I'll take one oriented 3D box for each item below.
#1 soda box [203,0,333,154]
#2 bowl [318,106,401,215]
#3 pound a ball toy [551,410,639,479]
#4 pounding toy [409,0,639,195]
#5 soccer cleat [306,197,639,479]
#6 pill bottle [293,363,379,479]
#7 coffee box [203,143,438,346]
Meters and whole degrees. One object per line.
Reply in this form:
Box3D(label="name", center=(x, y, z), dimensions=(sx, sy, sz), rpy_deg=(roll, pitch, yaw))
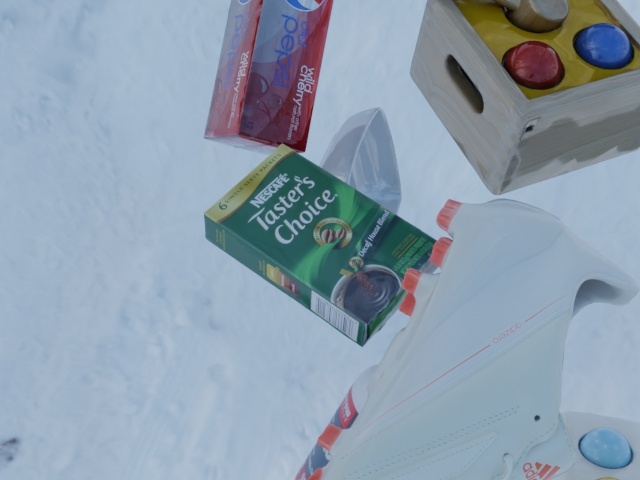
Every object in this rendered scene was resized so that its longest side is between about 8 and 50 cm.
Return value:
Box3D(label="soda box", center=(-0.046, -0.226, 1.173), dimensions=(0.083, 0.092, 0.263), rpy_deg=(12, 86, -29))
Box3D(label="bowl", center=(0.037, -0.055, 1.171), dimensions=(0.053, 0.142, 0.142), rpy_deg=(4, 44, 21))
Box3D(label="pound a ball toy", center=(0.240, 0.303, 1.104), dimensions=(0.208, 0.319, 0.136), rpy_deg=(9, 121, 8))
Box3D(label="pounding toy", center=(0.119, -0.120, 0.670), dimensions=(0.130, 0.100, 0.141), rpy_deg=(-18, 58, -20))
Box3D(label="soccer cleat", center=(0.039, 0.074, 0.360), dimensions=(0.076, 0.068, 0.196), rpy_deg=(25, 72, 13))
Box3D(label="pill bottle", center=(0.060, 0.163, 0.899), dimensions=(0.108, 0.108, 0.180), rpy_deg=(30, 115, 2))
Box3D(label="coffee box", center=(0.000, 0.000, 0.968), dimensions=(0.184, 0.040, 0.113), rpy_deg=(34, 60, 23))
